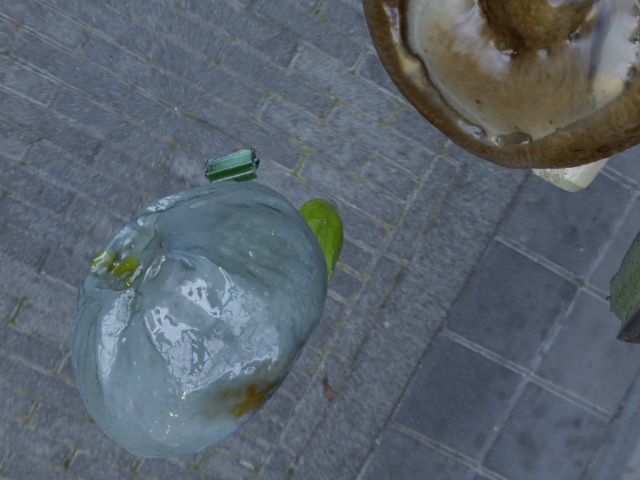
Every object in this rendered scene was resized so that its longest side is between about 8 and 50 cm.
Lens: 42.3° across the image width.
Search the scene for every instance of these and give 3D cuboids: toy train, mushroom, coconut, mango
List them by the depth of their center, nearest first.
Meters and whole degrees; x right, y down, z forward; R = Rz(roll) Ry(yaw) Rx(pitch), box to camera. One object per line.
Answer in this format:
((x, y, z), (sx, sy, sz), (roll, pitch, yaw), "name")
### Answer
((0.151, -0.166, 0.586), (0.153, 0.253, 0.253), (-43, 107, -42), "mushroom")
((0.345, -0.139, 1.134), (0.116, 0.116, 0.122), (23, 111, -13), "coconut")
((-0.143, -0.115, 1.340), (0.093, 0.056, 0.038), (-16, 119, 1), "toy train")
((0.000, 0.000, 1.370), (0.091, 0.165, 0.074), (23, 134, -30), "mango")

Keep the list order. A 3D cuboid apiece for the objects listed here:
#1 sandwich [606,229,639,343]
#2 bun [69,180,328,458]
((0.329, 0.033, 0.747), (0.096, 0.258, 0.094), (11, 72, 12), "sandwich")
((-0.164, 0.080, 1.011), (0.362, 0.362, 0.211), (-44, 131, -1), "bun")
